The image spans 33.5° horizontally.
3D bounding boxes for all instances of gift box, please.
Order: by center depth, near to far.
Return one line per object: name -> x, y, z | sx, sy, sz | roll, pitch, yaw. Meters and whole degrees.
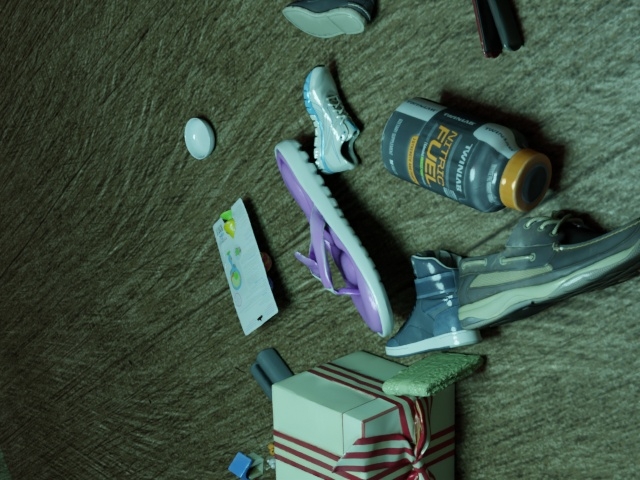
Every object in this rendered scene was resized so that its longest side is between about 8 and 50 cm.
gift box -> 0.071, 0.357, 1.778 | 0.258, 0.276, 0.255 | 13, 117, 44

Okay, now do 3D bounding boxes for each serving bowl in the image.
serving bowl -> -0.237, -0.206, 2.128 | 0.083, 0.027, 0.083 | 17, 114, 44

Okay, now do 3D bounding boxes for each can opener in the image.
can opener -> -0.058, 0.337, 2.046 | 0.283, 0.095, 0.076 | 51, 134, 25

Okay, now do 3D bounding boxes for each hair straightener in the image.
hair straightener -> 0.254, -0.381, 1.513 | 0.089, 0.047, 0.230 | -8, 92, 49

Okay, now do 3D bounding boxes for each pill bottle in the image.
pill bottle -> 0.217, -0.120, 1.563 | 0.246, 0.130, 0.130 | 26, 120, 41

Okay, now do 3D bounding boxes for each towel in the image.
towel -> 0.181, 0.214, 1.695 | 0.110, 0.148, 0.027 | -5, 103, 49

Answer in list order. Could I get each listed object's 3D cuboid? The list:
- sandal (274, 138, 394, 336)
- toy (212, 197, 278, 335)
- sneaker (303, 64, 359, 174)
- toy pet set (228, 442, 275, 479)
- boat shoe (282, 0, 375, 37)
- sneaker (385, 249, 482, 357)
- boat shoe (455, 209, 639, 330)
sandal -> 0.002, 0.008, 1.818 | 0.416, 0.102, 0.169 | 61, 172, 32
toy -> -0.133, 0.049, 2.071 | 0.137, 0.056, 0.237 | -40, 67, 51
sneaker -> 0.029, -0.206, 1.806 | 0.083, 0.071, 0.190 | 3, 113, 42
toy pet set -> -0.130, 0.477, 2.195 | 0.114, 0.065, 0.122 | 23, 118, 43
boat shoe -> 0.017, -0.386, 1.777 | 0.206, 0.075, 0.065 | 15, 70, 51
sneaker -> 0.170, 0.103, 1.727 | 0.226, 0.086, 0.163 | -24, 76, 57
boat shoe -> 0.318, 0.024, 1.494 | 0.355, 0.132, 0.130 | -27, 74, 42
